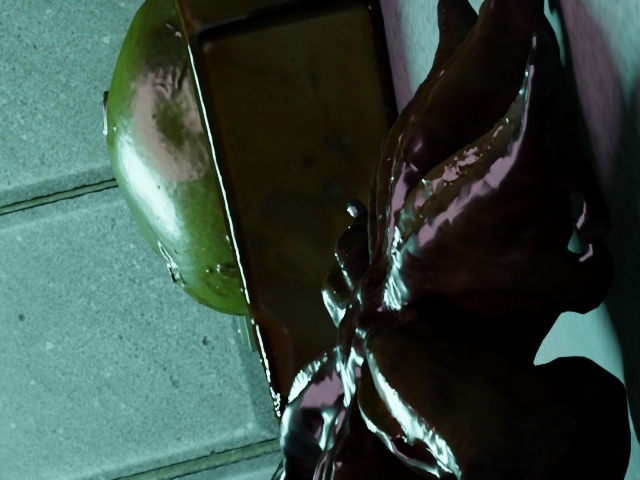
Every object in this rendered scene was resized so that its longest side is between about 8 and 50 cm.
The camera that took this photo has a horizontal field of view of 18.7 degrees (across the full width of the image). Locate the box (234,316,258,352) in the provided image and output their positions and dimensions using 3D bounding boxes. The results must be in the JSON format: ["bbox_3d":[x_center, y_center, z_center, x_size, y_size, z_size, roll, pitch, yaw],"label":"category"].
[{"bbox_3d":[-0.049,-0.046,1.506,0.129,0.086,0.225,-112,10,-57],"label":"box"}]

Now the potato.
[{"bbox_3d":[-0.064,-0.056,1.283,0.186,0.149,0.253,-106,4,-52],"label":"potato"}]

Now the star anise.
[{"bbox_3d":[0.053,0.035,0.603,0.272,0.103,0.272,-166,90,-80],"label":"star anise"}]

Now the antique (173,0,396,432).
[{"bbox_3d":[0.000,0.000,1.029,0.087,0.093,0.310,-112,8,-59],"label":"antique"}]
